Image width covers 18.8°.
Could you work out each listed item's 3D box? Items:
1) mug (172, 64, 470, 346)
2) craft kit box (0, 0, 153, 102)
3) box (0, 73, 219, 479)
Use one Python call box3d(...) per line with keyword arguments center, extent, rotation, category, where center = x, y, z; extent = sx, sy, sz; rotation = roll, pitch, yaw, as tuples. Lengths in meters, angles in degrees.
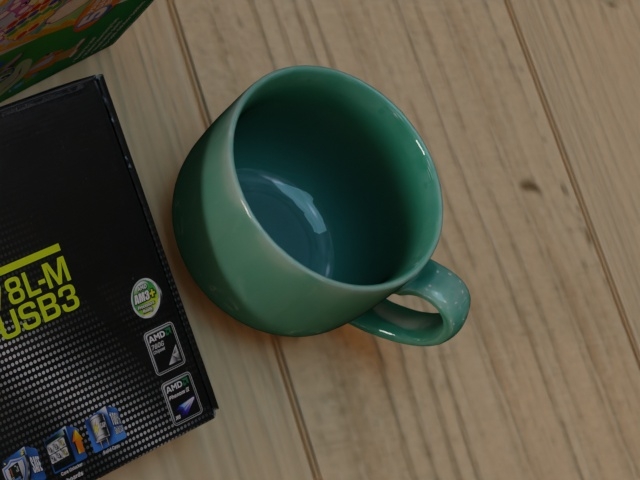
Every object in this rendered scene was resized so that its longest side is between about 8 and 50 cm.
box3d(center=(-0.008, -0.002, 1.026), extent=(0.129, 0.097, 0.157), rotation=(-12, 73, -36), category="mug")
box3d(center=(-0.147, -0.124, 0.907), extent=(0.247, 0.250, 0.061), rotation=(-30, 85, -38), category="craft kit box")
box3d(center=(-0.156, 0.035, 0.915), extent=(0.191, 0.045, 0.184), rotation=(-24, 102, -38), category="box")
